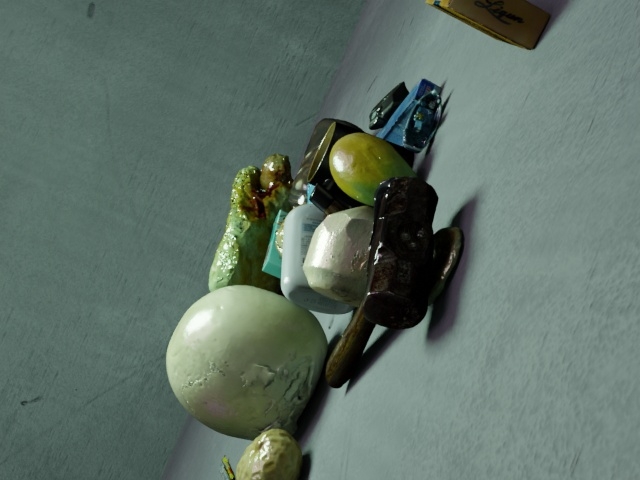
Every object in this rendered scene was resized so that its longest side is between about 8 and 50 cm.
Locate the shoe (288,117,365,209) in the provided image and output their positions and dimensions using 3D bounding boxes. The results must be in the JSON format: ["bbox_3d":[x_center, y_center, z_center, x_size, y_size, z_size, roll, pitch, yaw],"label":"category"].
[{"bbox_3d":[0.035,-0.179,2.250,0.384,0.171,0.237,-72,4,-77],"label":"shoe"}]

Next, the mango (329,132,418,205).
[{"bbox_3d":[0.102,-0.134,1.746,0.130,0.194,0.092,-63,-26,-7],"label":"mango"}]

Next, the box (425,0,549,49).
[{"bbox_3d":[0.268,-0.383,1.493,0.070,0.152,0.237,-62,10,15],"label":"box"}]

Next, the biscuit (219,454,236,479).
[{"bbox_3d":[-0.240,0.595,2.306,0.292,0.026,0.048,167,123,-79],"label":"biscuit"}]

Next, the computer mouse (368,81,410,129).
[{"bbox_3d":[0.166,-0.306,2.116,0.106,0.062,0.192,-39,11,31],"label":"computer mouse"}]

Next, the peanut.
[{"bbox_3d":[-0.094,0.419,1.652,0.140,0.109,0.159,25,103,53],"label":"peanut"}]

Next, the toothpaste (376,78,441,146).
[{"bbox_3d":[0.180,-0.253,1.991,0.066,0.053,0.272,-66,7,-28],"label":"toothpaste"}]

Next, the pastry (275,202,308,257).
[{"bbox_3d":[-0.001,0.002,1.995,0.093,0.182,0.192,-62,-2,40],"label":"pastry"}]

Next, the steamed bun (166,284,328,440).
[{"bbox_3d":[-0.161,0.265,1.828,0.233,0.311,0.334,-78,7,-61],"label":"steamed bun"}]

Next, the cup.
[{"bbox_3d":[0.078,-0.133,1.866,0.166,0.177,0.239,-60,11,27],"label":"cup"}]

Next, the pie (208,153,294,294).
[{"bbox_3d":[-0.165,0.017,2.439,0.418,0.180,0.395,-67,-25,-22],"label":"pie"}]

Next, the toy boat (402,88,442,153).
[{"bbox_3d":[0.202,-0.235,1.783,0.061,0.060,0.137,86,-152,-66],"label":"toy boat"}]

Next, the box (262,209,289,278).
[{"bbox_3d":[-0.049,0.027,2.227,0.041,0.162,0.229,-60,11,33],"label":"box"}]

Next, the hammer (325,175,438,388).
[{"bbox_3d":[0.086,0.110,1.475,0.409,0.095,0.242,110,171,-48],"label":"hammer"}]

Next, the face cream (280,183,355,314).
[{"bbox_3d":[0.000,0.000,1.870,0.337,0.163,0.080,-91,22,-45],"label":"face cream"}]

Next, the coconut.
[{"bbox_3d":[0.061,0.021,1.627,0.171,0.170,0.183,156,136,-76],"label":"coconut"}]

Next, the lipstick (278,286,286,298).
[{"bbox_3d":[-0.108,0.236,2.335,0.073,0.073,0.280,124,166,-48],"label":"lipstick"}]

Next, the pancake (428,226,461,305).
[{"bbox_3d":[0.179,0.032,1.365,0.116,0.022,0.129,-64,14,15],"label":"pancake"}]
